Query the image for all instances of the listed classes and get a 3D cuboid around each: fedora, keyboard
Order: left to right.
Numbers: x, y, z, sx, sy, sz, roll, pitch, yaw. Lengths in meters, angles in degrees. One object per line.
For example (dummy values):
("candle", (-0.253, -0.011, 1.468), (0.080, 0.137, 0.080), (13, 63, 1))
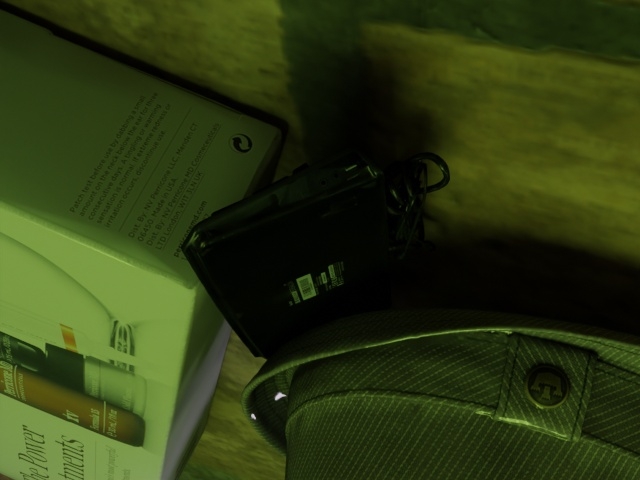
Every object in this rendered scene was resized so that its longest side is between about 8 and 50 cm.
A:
("keyboard", (0.000, 0.000, 0.453), (0.100, 0.038, 0.192), (-22, 163, -3))
("fedora", (0.090, 0.136, 0.500), (0.275, 0.124, 0.243), (16, 150, -7))

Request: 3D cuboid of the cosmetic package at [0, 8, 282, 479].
("cosmetic package", (-0.193, 0.021, 0.592), (0.284, 0.097, 0.377), (25, 149, 3))
